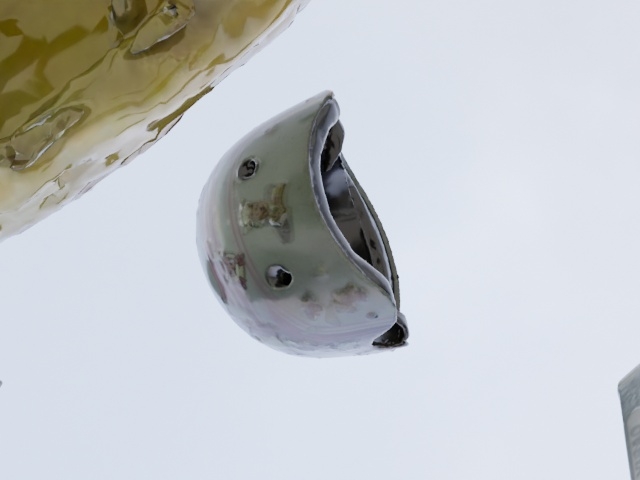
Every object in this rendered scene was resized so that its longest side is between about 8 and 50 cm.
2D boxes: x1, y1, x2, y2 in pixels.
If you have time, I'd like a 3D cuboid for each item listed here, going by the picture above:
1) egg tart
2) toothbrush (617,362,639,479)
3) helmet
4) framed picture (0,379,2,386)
[{"bbox_3d":[-0.135,-0.112,0.466,0.341,0.132,0.341,-22,-148,15],"label":"egg tart"},{"bbox_3d":[0.113,0.141,0.406,0.030,0.025,0.342,37,-151,-10],"label":"toothbrush"},{"bbox_3d":[-0.016,0.004,0.785,0.107,0.177,0.153,-19,-105,4],"label":"helmet"},{"bbox_3d":[-0.438,0.225,1.115,0.020,0.240,0.324,40,-85,29],"label":"framed picture"}]
